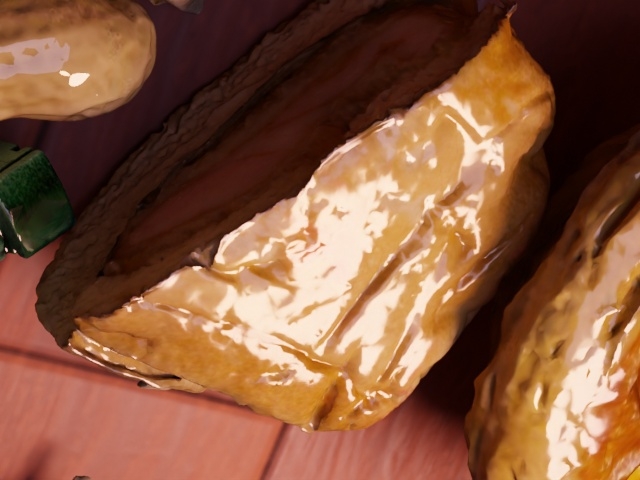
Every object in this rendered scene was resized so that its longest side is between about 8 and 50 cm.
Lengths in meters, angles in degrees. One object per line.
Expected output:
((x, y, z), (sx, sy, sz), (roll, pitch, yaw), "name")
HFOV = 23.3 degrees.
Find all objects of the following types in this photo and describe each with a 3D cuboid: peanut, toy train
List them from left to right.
((-0.232, 0.002, 0.874), (0.170, 0.111, 0.071), (-38, 123, -32), "toy train")
((-0.194, -0.101, 0.870), (0.214, 0.090, 0.099), (-10, 95, -21), "peanut")

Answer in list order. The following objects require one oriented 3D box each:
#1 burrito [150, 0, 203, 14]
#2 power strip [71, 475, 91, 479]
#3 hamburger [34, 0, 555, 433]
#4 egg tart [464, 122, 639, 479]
((-0.145, -0.213, 0.861), (0.082, 0.059, 0.275), (-24, 133, 34), "burrito")
((-0.215, 0.268, 1.029), (0.167, 0.054, 0.253), (39, 91, -20), "power strip")
((0.002, 0.003, 0.969), (0.330, 0.162, 0.209), (-39, 126, -8), "hamburger")
((0.249, 0.053, 1.074), (0.443, 0.178, 0.443), (-20, 127, -29), "egg tart")
